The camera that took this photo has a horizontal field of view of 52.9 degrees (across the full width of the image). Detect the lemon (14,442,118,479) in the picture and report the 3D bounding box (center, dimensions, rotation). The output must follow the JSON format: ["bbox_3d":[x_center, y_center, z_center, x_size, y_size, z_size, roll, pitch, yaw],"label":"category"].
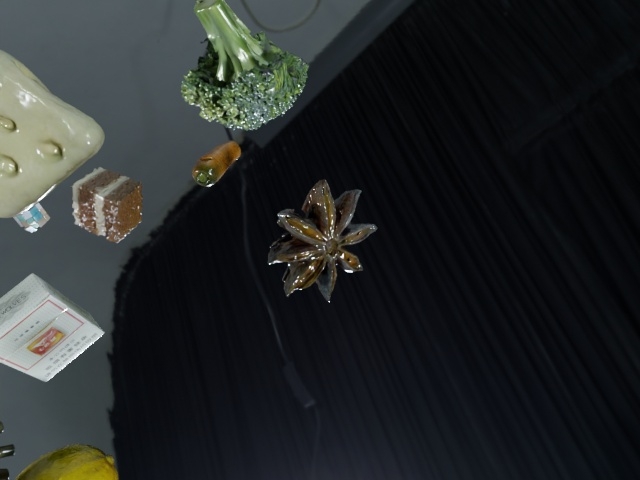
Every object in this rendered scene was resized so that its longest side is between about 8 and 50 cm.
[{"bbox_3d":[-0.598,0.600,1.488,0.263,0.236,0.236,-16,150,-4],"label":"lemon"}]

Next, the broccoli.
[{"bbox_3d":[-0.197,-0.380,1.474,0.302,0.375,0.249,30,108,-31],"label":"broccoli"}]

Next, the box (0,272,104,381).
[{"bbox_3d":[-0.737,0.237,1.688,0.210,0.095,0.330,-41,157,-13],"label":"box"}]

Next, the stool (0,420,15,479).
[{"bbox_3d":[-0.807,0.534,1.506,0.139,0.228,0.153,-2,163,-45],"label":"stool"}]

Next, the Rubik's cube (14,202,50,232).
[{"bbox_3d":[-0.851,-0.063,1.884,0.084,0.073,0.075,-22,120,38],"label":"Rubik's cube"}]

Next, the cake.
[{"bbox_3d":[-0.540,-0.093,1.625,0.147,0.134,0.135,20,124,6],"label":"cake"}]

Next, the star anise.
[{"bbox_3d":[0.001,0.002,1.640,0.331,0.117,0.332,-13,117,-27],"label":"star anise"}]

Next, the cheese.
[{"bbox_3d":[-0.730,-0.230,1.474,0.351,0.130,0.328,39,99,-24],"label":"cheese"}]

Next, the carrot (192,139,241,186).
[{"bbox_3d":[-0.306,-0.226,1.877,0.087,0.193,0.087,10,125,14],"label":"carrot"}]
